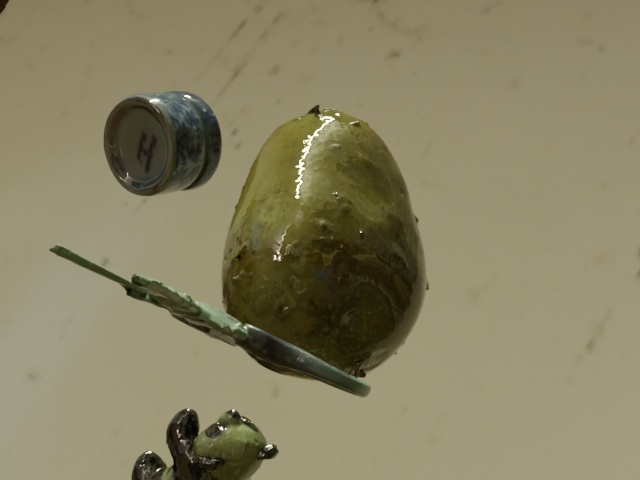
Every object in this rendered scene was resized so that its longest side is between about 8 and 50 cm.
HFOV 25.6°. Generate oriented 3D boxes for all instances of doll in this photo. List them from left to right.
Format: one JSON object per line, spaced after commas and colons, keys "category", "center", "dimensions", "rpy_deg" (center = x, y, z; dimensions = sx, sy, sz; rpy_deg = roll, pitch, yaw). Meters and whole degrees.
{"category": "doll", "center": [-0.163, 0.331, 1.990], "dimensions": [0.144, 0.234, 0.135], "rpy_deg": [24, 24, -36]}

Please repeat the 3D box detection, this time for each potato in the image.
{"category": "potato", "center": [0.014, 0.004, 1.754], "dimensions": [0.219, 0.359, 0.270], "rpy_deg": [-27, -51, 38]}

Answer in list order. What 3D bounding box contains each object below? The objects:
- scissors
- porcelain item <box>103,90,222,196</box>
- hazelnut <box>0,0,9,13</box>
{"category": "scissors", "center": [-0.124, 0.074, 1.412], "dimensions": [0.256, 0.029, 0.383], "rpy_deg": [20, -7, 33]}
{"category": "porcelain item", "center": [-0.222, -0.140, 2.011], "dimensions": [0.147, 0.114, 0.147], "rpy_deg": [9, -76, 39]}
{"category": "hazelnut", "center": [-0.525, -0.359, 1.979], "dimensions": [0.170, 0.201, 0.160], "rpy_deg": [39, 7, -5]}
